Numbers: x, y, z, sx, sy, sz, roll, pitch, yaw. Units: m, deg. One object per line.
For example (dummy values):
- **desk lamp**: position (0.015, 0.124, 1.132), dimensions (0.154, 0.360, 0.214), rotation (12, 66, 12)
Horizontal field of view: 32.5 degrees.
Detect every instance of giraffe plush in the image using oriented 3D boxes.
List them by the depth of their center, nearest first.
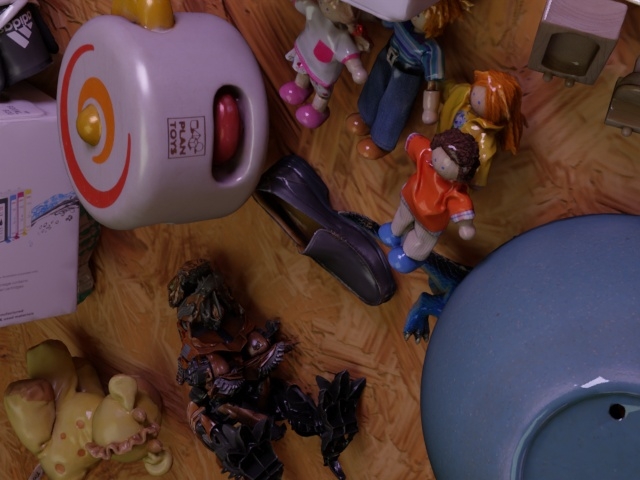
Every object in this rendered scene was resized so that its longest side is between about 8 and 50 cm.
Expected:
- **giraffe plush**: position (-0.267, 0.218, 1.333), dimensions (0.170, 0.210, 0.181), rotation (-17, 139, 21)

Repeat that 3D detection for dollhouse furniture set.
- **dollhouse furniture set**: position (0.205, -0.078, 0.724), dimensions (0.151, 0.144, 0.123), rotation (16, 86, 7)

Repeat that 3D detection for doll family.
- **doll family**: position (0.078, -0.116, 0.875), dimensions (0.263, 0.118, 0.163), rotation (56, 146, 23)

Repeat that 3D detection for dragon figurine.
- **dragon figurine**: position (0.150, 0.057, 0.921), dimensions (0.289, 0.085, 0.144), rotation (54, 137, -2)

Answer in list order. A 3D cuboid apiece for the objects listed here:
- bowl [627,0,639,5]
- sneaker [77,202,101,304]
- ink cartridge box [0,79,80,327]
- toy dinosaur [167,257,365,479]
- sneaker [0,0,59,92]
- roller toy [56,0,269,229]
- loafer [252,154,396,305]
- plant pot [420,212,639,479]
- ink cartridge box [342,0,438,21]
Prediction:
- **bowl**: position (0.230, -0.234, 0.673), dimensions (0.170, 0.080, 0.170), rotation (20, 128, 29)
- **sneaker**: position (-0.309, 0.006, 1.298), dimensions (0.076, 0.065, 0.167), rotation (38, 133, 22)
- **ink cartridge box**: position (-0.371, -0.043, 1.183), dimensions (0.171, 0.168, 0.233), rotation (29, 120, 46)
- **toy dinosaur**: position (-0.073, 0.178, 1.178), dimensions (0.218, 0.164, 0.322), rotation (17, 146, 50)
- **sneaker**: position (-0.318, -0.303, 1.066), dimensions (0.257, 0.169, 0.447), rotation (49, 145, -9)
- **roller toy**: position (-0.150, -0.109, 0.989), dimensions (0.209, 0.146, 0.191), rotation (-50, 58, 46)
- **loafer**: position (0.000, 0.000, 1.029), dimensions (0.170, 0.061, 0.062), rotation (47, 135, 6)
- **plant pot**: position (0.202, 0.135, 0.760), dimensions (0.290, 0.195, 0.290), rotation (2, 98, 13)
- **ink cartridge box**: position (0.029, -0.329, 0.752), dimensions (0.211, 0.121, 0.289), rotation (30, 132, 22)
